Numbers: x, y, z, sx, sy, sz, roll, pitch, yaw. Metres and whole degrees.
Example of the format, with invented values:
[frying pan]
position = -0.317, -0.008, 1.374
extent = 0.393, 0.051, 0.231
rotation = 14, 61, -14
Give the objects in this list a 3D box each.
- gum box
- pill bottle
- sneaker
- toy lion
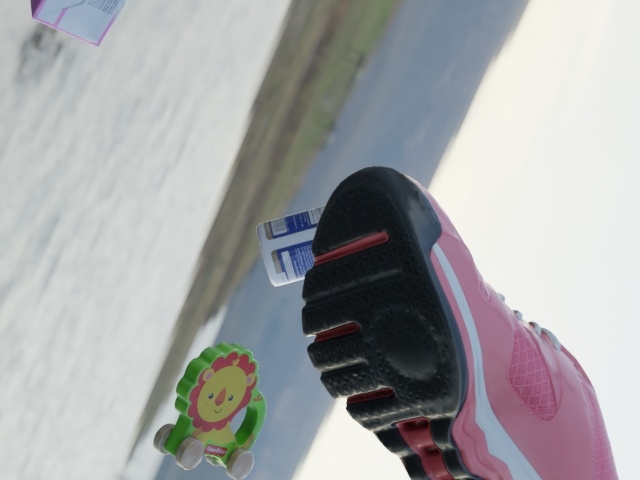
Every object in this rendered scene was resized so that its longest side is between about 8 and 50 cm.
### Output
[gum box]
position = -0.167, -0.255, 1.380
extent = 0.188, 0.062, 0.107
rotation = -54, -150, 25
[pill bottle]
position = 0.000, 0.000, 1.764
extent = 0.067, 0.120, 0.067
rotation = -15, 90, -89
[sneaker]
position = 0.095, 0.086, 1.053
extent = 0.116, 0.314, 0.136
rotation = -11, -160, 43
[toy lion]
position = -0.073, 0.122, 1.278
extent = 0.100, 0.034, 0.096
rotation = 24, 94, -53
